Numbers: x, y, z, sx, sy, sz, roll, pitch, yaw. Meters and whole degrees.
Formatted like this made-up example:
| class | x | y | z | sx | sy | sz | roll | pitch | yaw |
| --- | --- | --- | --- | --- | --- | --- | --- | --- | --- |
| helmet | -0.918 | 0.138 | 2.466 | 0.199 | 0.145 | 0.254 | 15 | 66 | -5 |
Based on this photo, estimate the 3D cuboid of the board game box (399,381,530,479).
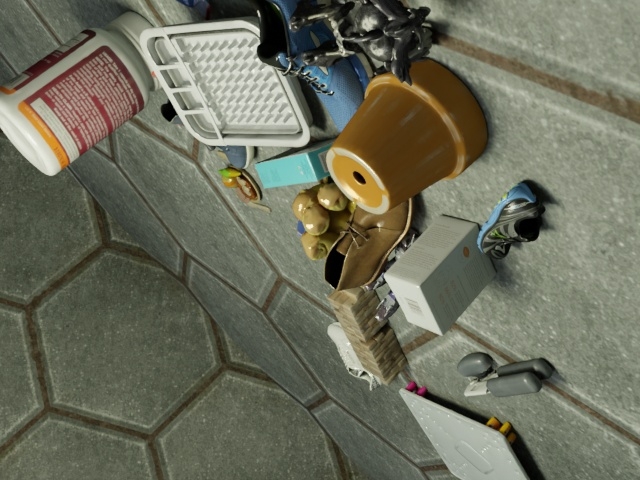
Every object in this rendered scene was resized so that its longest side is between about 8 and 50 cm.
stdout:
| class | x | y | z | sx | sy | sz | roll | pitch | yaw |
| --- | --- | --- | --- | --- | --- | --- | --- | --- | --- |
| board game box | 0.431 | 0.574 | 2.032 | 0.390 | 0.050 | 0.389 | 13 | 142 | 55 |

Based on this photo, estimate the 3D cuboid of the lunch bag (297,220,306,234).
| class | x | y | z | sx | sy | sz | roll | pitch | yaw |
| --- | --- | --- | --- | --- | --- | --- | --- | --- | --- |
| lunch bag | -0.018 | -0.034 | 1.771 | 0.067 | 0.065 | 0.098 | 41 | 158 | 14 |

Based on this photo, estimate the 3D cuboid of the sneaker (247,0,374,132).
| class | x | y | z | sx | sy | sz | roll | pitch | yaw |
| --- | --- | --- | --- | --- | --- | --- | --- | --- | --- |
| sneaker | -0.029 | -0.300 | 1.212 | 0.130 | 0.147 | 0.330 | 12 | 141 | 55 |

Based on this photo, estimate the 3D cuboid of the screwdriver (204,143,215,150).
| class | x | y | z | sx | sy | sz | roll | pitch | yaw |
| --- | --- | --- | --- | --- | --- | --- | --- | --- | --- |
| screwdriver | -0.324 | -0.305 | 1.936 | 0.169 | 0.024 | 0.025 | 58 | -174 | -11 |

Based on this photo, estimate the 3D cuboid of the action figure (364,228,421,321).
| class | x | y | z | sx | sy | sz | roll | pitch | yaw |
| --- | --- | --- | --- | --- | --- | --- | --- | --- | --- |
| action figure | 0.170 | 0.064 | 1.553 | 0.185 | 0.099 | 0.285 | 56 | 157 | 16 |

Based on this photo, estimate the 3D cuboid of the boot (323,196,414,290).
| class | x | y | z | sx | sy | sz | roll | pitch | yaw |
| --- | --- | --- | --- | --- | --- | --- | --- | --- | --- |
| boot | 0.090 | -0.018 | 1.432 | 0.112 | 0.115 | 0.305 | 42 | 133 | 29 |

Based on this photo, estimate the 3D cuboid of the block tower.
| class | x | y | z | sx | sy | sz | roll | pitch | yaw |
| --- | --- | --- | --- | --- | --- | --- | --- | --- | --- |
| block tower | 0.123 | 0.232 | 1.947 | 0.097 | 0.091 | 0.335 | 24 | 149 | 46 |

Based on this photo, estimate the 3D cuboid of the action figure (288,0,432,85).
| class | x | y | z | sx | sy | sz | roll | pitch | yaw |
| --- | --- | --- | --- | --- | --- | --- | --- | --- | --- |
| action figure | 0.074 | -0.304 | 1.030 | 0.276 | 0.141 | 0.164 | 17 | 140 | 54 |

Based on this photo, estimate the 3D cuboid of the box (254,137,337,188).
| class | x | y | z | sx | sy | sz | roll | pitch | yaw |
| --- | --- | --- | --- | --- | --- | --- | --- | --- | --- |
| box | -0.036 | -0.156 | 1.526 | 0.244 | 0.101 | 0.060 | 1 | 114 | 62 |

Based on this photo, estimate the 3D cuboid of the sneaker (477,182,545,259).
| class | x | y | z | sx | sy | sz | roll | pitch | yaw |
| --- | --- | --- | --- | --- | --- | --- | --- | --- | --- |
| sneaker | 0.307 | -0.016 | 1.196 | 0.078 | 0.067 | 0.188 | 46 | 157 | 19 |

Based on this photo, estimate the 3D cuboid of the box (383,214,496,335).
| class | x | y | z | sx | sy | sz | roll | pitch | yaw |
| --- | --- | --- | --- | --- | --- | --- | --- | --- | --- |
| box | 0.219 | 0.061 | 1.352 | 0.091 | 0.170 | 0.130 | 18 | 145 | 49 |

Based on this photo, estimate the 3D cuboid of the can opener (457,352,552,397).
| class | x | y | z | sx | sy | sz | roll | pitch | yaw |
| --- | --- | --- | --- | --- | --- | --- | --- | --- | --- |
| can opener | 0.373 | 0.281 | 1.588 | 0.095 | 0.076 | 0.283 | 46 | 158 | 0 |

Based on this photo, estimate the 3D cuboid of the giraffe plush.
| class | x | y | z | sx | sy | sz | roll | pitch | yaw |
| --- | --- | --- | --- | --- | --- | --- | --- | --- | --- |
| giraffe plush | 0.016 | -0.065 | 1.575 | 0.210 | 0.181 | 0.170 | 19 | -164 | -46 |

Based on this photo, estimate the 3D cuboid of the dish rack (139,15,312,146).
| class | x | y | z | sx | sy | sz | roll | pitch | yaw |
| --- | --- | --- | --- | --- | --- | --- | --- | --- | --- |
| dish rack | -0.174 | -0.316 | 1.475 | 0.333 | 0.072 | 0.285 | 7 | 138 | 36 |

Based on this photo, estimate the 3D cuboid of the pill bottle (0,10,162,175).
| class | x | y | z | sx | sy | sz | roll | pitch | yaw |
| --- | --- | --- | --- | --- | --- | --- | --- | --- | --- |
| pill bottle | -0.546 | -0.351 | 1.747 | 0.224 | 0.392 | 0.224 | 40 | 158 | 20 |

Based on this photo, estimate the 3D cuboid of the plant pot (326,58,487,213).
| class | x | y | z | sx | sy | sz | roll | pitch | yaw |
| --- | --- | --- | --- | --- | --- | --- | --- | --- | --- |
| plant pot | 0.117 | -0.147 | 1.150 | 0.205 | 0.188 | 0.205 | 39 | 157 | 20 |

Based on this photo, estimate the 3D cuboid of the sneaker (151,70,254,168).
| class | x | y | z | sx | sy | sz | roll | pitch | yaw |
| --- | --- | --- | --- | --- | --- | --- | --- | --- | --- |
| sneaker | -0.273 | -0.280 | 1.700 | 0.131 | 0.148 | 0.350 | 25 | 151 | 43 |

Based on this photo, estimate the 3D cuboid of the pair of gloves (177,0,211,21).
| class | x | y | z | sx | sy | sz | roll | pitch | yaw |
| --- | --- | --- | --- | --- | --- | --- | --- | --- | --- |
| pair of gloves | -0.259 | -0.514 | 1.434 | 0.159 | 0.023 | 0.198 | 45 | 158 | 8 |

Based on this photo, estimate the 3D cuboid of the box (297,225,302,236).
| class | x | y | z | sx | sy | sz | roll | pitch | yaw |
| --- | --- | --- | --- | --- | --- | --- | --- | --- | --- |
| box | 0.000 | 0.000 | 1.852 | 0.136 | 0.028 | 0.081 | 42 | 158 | 17 |

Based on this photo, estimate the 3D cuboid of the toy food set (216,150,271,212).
| class | x | y | z | sx | sy | sz | roll | pitch | yaw |
| --- | --- | --- | --- | --- | --- | --- | --- | --- | --- |
| toy food set | -0.212 | -0.144 | 1.976 | 0.132 | 0.038 | 0.192 | 20 | 147 | 49 |

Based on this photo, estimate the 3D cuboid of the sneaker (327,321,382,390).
| class | x | y | z | sx | sy | sz | roll | pitch | yaw |
| --- | --- | --- | --- | --- | --- | --- | --- | --- | --- |
| sneaker | 0.098 | 0.330 | 2.163 | 0.235 | 0.095 | 0.090 | 38 | 159 | 25 |
